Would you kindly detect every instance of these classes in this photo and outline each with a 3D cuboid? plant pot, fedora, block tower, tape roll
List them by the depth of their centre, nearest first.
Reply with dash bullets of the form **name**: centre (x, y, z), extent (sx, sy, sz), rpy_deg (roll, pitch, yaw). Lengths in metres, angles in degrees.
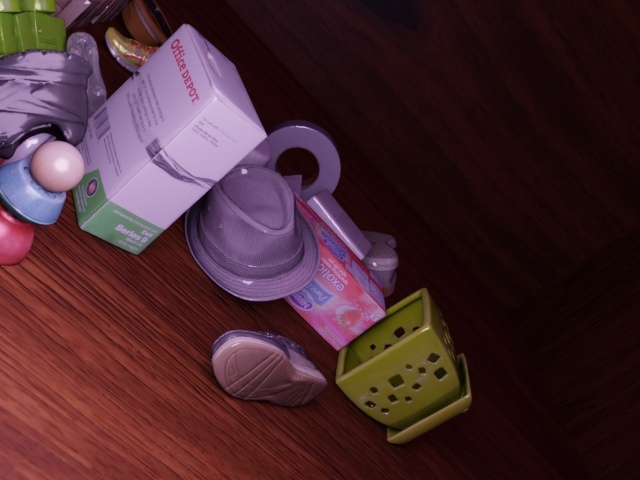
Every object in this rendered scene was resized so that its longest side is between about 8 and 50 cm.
- **fedora**: centre (-0.116, -0.038, 1.320), extent (0.243, 0.124, 0.275), rpy_deg (-12, 52, -25)
- **plant pot**: centre (0.183, 0.265, 1.505), extent (0.207, 0.227, 0.228), rpy_deg (55, 14, -9)
- **block tower**: centre (-0.513, -0.537, 1.618), extent (0.097, 0.091, 0.335), rpy_deg (46, 16, -15)
- **fedora**: centre (-0.441, -0.548, 1.851), extent (0.194, 0.079, 0.194), rpy_deg (59, 11, -19)
- **tape roll**: centre (-0.058, -0.192, 1.862), extent (0.219, 0.219, 0.072), rpy_deg (46, 16, -17)

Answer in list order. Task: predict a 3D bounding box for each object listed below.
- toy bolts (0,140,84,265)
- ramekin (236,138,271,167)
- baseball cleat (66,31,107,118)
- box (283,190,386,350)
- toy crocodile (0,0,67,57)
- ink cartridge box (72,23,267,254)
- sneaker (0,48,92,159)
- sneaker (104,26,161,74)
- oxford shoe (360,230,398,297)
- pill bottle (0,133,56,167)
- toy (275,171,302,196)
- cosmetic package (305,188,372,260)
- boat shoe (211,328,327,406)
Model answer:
- **toy bolts**: centre (-0.355, -0.044, 0.796), extent (0.218, 0.158, 0.228), rpy_deg (55, 16, 16)
- **ramekin**: centre (-0.234, -0.231, 1.615), extent (0.277, 0.135, 0.277), rpy_deg (46, 16, -17)
- **baseball cleat**: centre (-0.414, -0.267, 1.309), extent (0.109, 0.072, 0.206), rpy_deg (119, -32, -64)
- **box**: centre (-0.010, 0.065, 1.554), extent (0.300, 0.142, 0.154), rpy_deg (46, 16, -16)
- **toy crocodile**: centre (-0.500, -0.335, 1.185), extent (0.340, 0.105, 0.115), rpy_deg (-75, 164, -74)
- **ink cartridge box**: centre (-0.243, -0.153, 1.121), extent (0.121, 0.289, 0.211), rpy_deg (34, 23, -45)
- **sneaker**: centre (-0.411, -0.159, 0.864), extent (0.109, 0.286, 0.130), rpy_deg (-179, -95, -66)
- **sneaker**: centre (-0.394, -0.416, 1.665), extent (0.208, 0.094, 0.081), rpy_deg (40, 20, -29)
- **oxford shoe**: centre (0.133, 0.055, 2.043), extent (0.449, 0.169, 0.130), rpy_deg (-92, -175, -77)
- **pill bottle**: centre (-0.446, -0.186, 0.965), extent (0.193, 0.108, 0.108), rpy_deg (47, 16, -14)
- **toy**: centre (-0.114, -0.098, 1.734), extent (0.237, 0.136, 0.056), rpy_deg (-89, 177, -65)
- **cosmetic package**: centre (0.000, 0.000, 1.713), extent (0.184, 0.151, 0.151), rpy_deg (52, 15, -1)
- **boat shoe**: centre (-0.087, 0.189, 1.147), extent (0.092, 0.103, 0.285), rpy_deg (55, 11, 34)
